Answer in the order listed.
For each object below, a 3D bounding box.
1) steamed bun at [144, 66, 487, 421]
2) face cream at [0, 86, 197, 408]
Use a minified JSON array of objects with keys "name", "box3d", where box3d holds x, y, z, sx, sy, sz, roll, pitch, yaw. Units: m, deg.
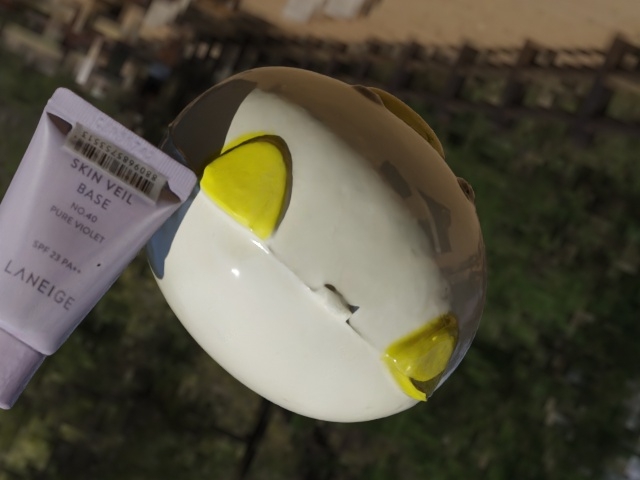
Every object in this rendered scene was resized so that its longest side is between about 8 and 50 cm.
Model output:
[{"name":"steamed bun","box3d":[-0.005,0.005,1.961,0.374,0.334,0.334,41,176,-17]},{"name":"face cream","box3d":[-0.242,0.015,1.774,0.154,0.274,0.096,33,173,-10]}]
